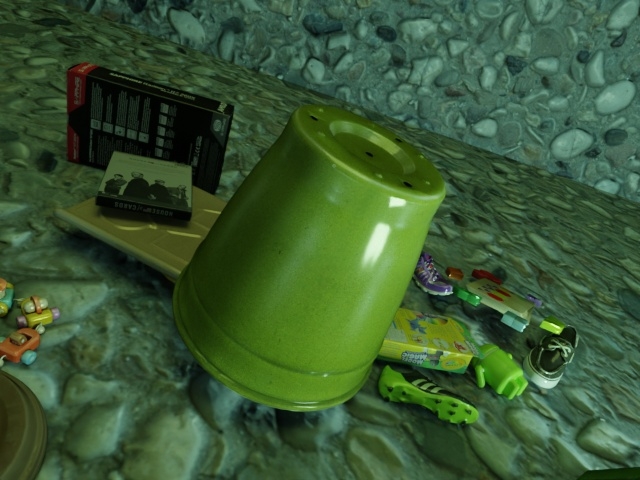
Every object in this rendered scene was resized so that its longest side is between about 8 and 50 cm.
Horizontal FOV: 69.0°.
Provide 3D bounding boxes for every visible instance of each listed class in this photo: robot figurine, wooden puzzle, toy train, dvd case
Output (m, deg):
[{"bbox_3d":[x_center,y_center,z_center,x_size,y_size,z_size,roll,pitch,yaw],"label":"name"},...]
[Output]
[{"bbox_3d":[0.348,0.253,0.917,0.101,0.067,0.115,-12,42,-29],"label":"robot figurine"},{"bbox_3d":[-0.306,-0.023,0.984,0.322,0.080,0.348,26,26,10],"label":"wooden puzzle"},{"bbox_3d":[-0.471,0.111,0.694,0.166,0.046,0.125,25,31,9],"label":"toy train"},{"bbox_3d":[-0.368,-0.122,1.003,0.179,0.029,0.238,10,27,-20],"label":"dvd case"}]

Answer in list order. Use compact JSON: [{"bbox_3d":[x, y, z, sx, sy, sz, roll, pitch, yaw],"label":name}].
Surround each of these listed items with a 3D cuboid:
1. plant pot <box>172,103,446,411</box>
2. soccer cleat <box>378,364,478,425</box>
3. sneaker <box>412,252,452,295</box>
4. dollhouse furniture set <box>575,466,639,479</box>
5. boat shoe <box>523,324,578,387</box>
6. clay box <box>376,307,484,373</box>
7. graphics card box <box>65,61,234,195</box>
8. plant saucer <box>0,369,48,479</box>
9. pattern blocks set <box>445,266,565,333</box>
[{"bbox_3d":[0.000,0.000,0.722,0.366,0.353,0.366,21,31,-13],"label":"plant pot"},{"bbox_3d":[0.189,0.266,0.815,0.179,0.060,0.072,18,29,3],"label":"soccer cleat"},{"bbox_3d":[0.262,0.071,1.156,0.068,0.071,0.170,-9,42,-38],"label":"sneaker"},{"bbox_3d":[0.437,0.486,0.600,0.197,0.151,0.301,-23,66,-23],"label":"dollhouse furniture set"},{"bbox_3d":[0.510,0.243,1.022,0.078,0.070,0.219,35,34,24],"label":"boat shoe"},{"bbox_3d":[0.201,0.195,0.930,0.222,0.053,0.127,13,24,-12],"label":"clay box"},{"bbox_3d":[-0.417,-0.266,1.149,0.371,0.233,0.094,14,30,-8],"label":"graphics card box"},{"bbox_3d":[-0.461,0.233,0.513,0.278,0.041,0.278,14,30,-8],"label":"plant saucer"},{"bbox_3d":[0.426,0.138,1.098,0.285,0.026,0.325,33,18,38],"label":"pattern blocks set"}]
